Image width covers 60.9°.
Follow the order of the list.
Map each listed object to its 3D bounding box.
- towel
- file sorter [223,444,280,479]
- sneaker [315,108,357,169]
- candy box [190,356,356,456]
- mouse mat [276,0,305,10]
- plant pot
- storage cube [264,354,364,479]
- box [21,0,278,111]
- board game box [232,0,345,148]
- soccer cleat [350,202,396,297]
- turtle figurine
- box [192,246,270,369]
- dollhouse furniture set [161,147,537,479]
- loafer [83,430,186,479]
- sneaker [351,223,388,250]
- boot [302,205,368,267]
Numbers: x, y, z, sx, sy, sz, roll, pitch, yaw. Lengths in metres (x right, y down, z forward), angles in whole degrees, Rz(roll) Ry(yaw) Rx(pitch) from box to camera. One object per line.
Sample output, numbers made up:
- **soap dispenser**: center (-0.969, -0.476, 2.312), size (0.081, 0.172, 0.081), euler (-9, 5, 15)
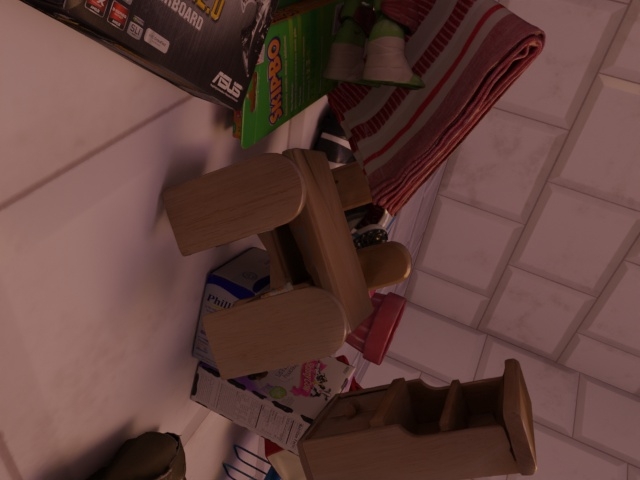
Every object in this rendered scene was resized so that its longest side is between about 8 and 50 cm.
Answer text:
- **towel**: center (0.107, -0.210, 0.672), size (0.237, 0.037, 0.328), euler (-50, -148, 25)
- **file sorter**: center (-0.166, 0.515, 1.081), size (0.118, 0.105, 0.170), euler (91, 25, -52)
- **sneaker**: center (0.065, -0.189, 0.941), size (0.217, 0.079, 0.121), euler (-33, 144, -63)
- **candy box**: center (-0.066, 0.219, 0.833), size (0.165, 0.197, 0.070), euler (-37, 146, -64)
- **mouse mat**: center (-0.027, -0.312, 0.591), size (0.153, 0.007, 0.189), euler (-29, 139, -67)
- **plant pot**: center (0.122, 0.222, 1.526), size (0.201, 0.180, 0.201), euler (-59, 162, -32)
- **storage cube**: center (0.003, 0.383, 1.089), size (0.193, 0.215, 0.183), euler (-106, 174, -63)
- **box**: center (-0.096, -0.212, 0.393), size (0.182, 0.056, 0.231), euler (-69, 165, 4)
- **board game box**: center (-0.032, -0.208, 0.639), size (0.259, 0.039, 0.124), euler (-53, 158, -51)
- **soccer cleat**: center (0.097, 0.012, 1.325), size (0.143, 0.116, 0.330), euler (-11, 121, -54)
- **turtle figurine**: center (0.105, -0.304, 0.605), size (0.275, 0.198, 0.266), euler (-17, 118, -61)
- **box**: center (-0.106, 0.095, 0.761), size (0.126, 0.072, 0.137), euler (-37, 147, -63)
- **dollhouse furniture set**: center (0.071, 0.070, 0.655), size (0.362, 0.257, 0.393), euler (-19, 92, -70)
- **loafer**: center (-0.216, 0.265, 0.623), size (0.251, 0.095, 0.087), euler (91, -1, -75)
- **sneaker**: center (0.062, 0.018, 1.137), size (0.237, 0.085, 0.086), euler (134, -40, -54)
- **boot**: center (0.000, 0.000, 1.035), size (0.161, 0.084, 0.246), euler (-61, 169, 25)
